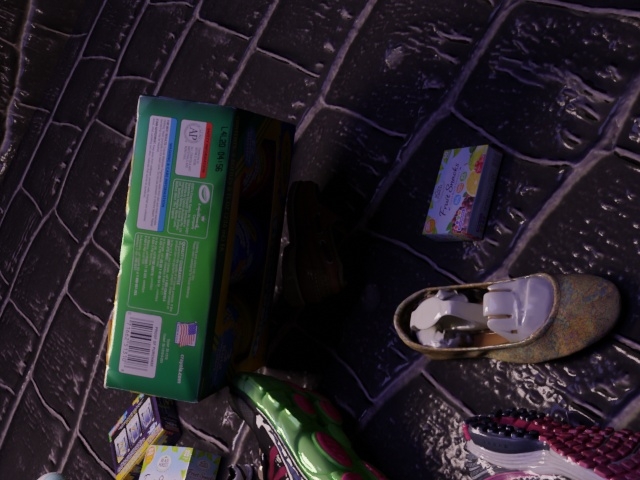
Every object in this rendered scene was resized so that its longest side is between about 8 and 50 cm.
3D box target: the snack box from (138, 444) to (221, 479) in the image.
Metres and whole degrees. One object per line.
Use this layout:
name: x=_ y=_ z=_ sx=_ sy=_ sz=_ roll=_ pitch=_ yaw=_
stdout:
snack box: x=-0.274 y=0.479 z=1.943 sx=0.174 sy=0.070 sz=0.207 roll=-12 pitch=58 yaw=52

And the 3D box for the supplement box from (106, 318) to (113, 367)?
supplement box: x=-0.398 y=0.229 z=2.200 sx=0.233 sy=0.078 sz=0.080 roll=-131 pitch=44 yaw=-75

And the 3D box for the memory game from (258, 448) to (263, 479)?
memory game: x=-0.044 y=0.339 z=1.756 sx=0.186 sy=0.012 sz=0.186 roll=-32 pitch=46 yaw=40

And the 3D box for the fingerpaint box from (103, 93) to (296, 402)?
fingerpaint box: x=-0.180 y=0.008 z=1.747 sx=0.371 sy=0.163 sz=0.444 roll=-7 pitch=-75 yaw=-78

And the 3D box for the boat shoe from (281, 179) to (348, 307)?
boat shoe: x=0.000 y=0.000 z=1.845 sx=0.104 sy=0.110 sz=0.307 roll=-12 pitch=40 yaw=10

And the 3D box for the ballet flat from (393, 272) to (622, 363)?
ballet flat: x=0.229 y=0.100 z=1.425 sx=0.348 sy=0.123 sz=0.123 roll=-13 pitch=59 yaw=51

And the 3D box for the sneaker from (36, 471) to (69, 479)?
sneaker: x=-0.490 y=0.613 z=2.130 sx=0.150 sy=0.135 sz=0.366 roll=-36 pitch=51 yaw=26

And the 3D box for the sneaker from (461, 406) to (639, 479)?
sneaker: x=0.294 y=0.273 z=1.243 sx=0.299 sy=0.121 sz=0.112 roll=5 pitch=103 yaw=55

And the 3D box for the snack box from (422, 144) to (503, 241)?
snack box: x=0.215 y=-0.070 z=1.626 sx=0.100 sy=0.037 sz=0.141 roll=-3 pitch=67 yaw=56

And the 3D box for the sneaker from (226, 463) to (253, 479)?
sneaker: x=-0.146 y=0.430 z=1.817 sx=0.040 sy=0.044 sz=0.109 roll=-20 pitch=55 yaw=46

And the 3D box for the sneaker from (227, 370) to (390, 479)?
sneaker: x=-0.037 y=0.353 z=1.571 sx=0.202 sy=0.185 sz=0.483 roll=-57 pitch=35 yaw=10

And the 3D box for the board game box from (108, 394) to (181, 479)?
board game box: x=-0.350 y=0.384 z=2.134 sx=0.170 sy=0.048 sz=0.141 roll=-50 pitch=38 yaw=22
